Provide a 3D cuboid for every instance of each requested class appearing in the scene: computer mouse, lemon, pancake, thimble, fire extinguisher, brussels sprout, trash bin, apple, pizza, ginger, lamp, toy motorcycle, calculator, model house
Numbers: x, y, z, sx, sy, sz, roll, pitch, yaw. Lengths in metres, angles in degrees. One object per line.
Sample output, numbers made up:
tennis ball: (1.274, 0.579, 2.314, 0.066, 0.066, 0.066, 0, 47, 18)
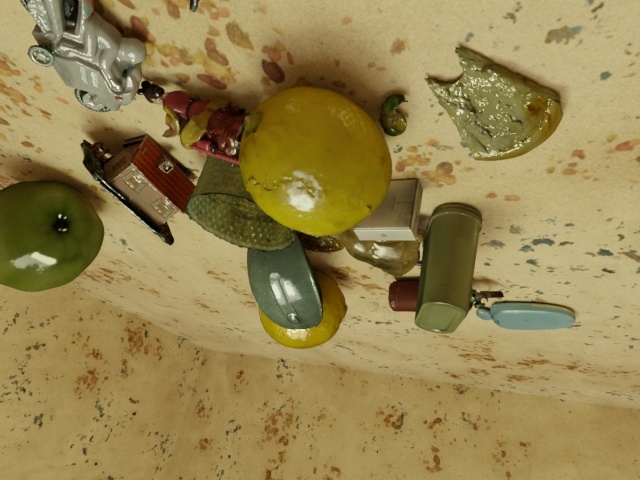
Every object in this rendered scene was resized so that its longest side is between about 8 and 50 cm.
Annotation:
computer mouse: (-0.108, 0.121, 1.333, 0.203, 0.114, 0.374, -13, 108, 15)
lemon: (-0.006, -0.135, 0.810, 0.260, 0.261, 0.284, 0, 146, 27)
pancake: (0.000, 0.000, 1.349, 0.158, 0.028, 0.158, 11, 154, 5)
thimble: (-0.172, -0.098, 1.087, 0.270, 0.150, 0.271, 11, 155, 5)
fire extinguisher: (0.395, 0.174, 1.439, 0.336, 0.107, 0.147, -4, 175, 34)
lemon: (-0.065, 0.232, 1.573, 0.296, 0.297, 0.297, 11, 155, 5)
brussels sprout: (0.128, -0.224, 0.803, 0.050, 0.046, 0.083, 11, 145, 15)
trash bin: (0.300, 0.075, 1.094, 0.121, 0.248, 0.243, 11, 156, 9)
apple: (-0.854, -0.019, 1.386, 0.356, 0.358, 0.357, 11, 155, 5)
pizza: (0.282, -0.216, 0.743, 0.262, 0.034, 0.181, 32, 150, -33)
ginger: (0.130, -0.005, 1.157, 0.269, 0.123, 0.219, 20, 154, -12)
lamp: (-0.241, -0.228, 0.889, 0.253, 0.119, 0.118, 20, 157, 13)
toy motorcycle: (-0.387, -0.328, 0.789, 0.170, 0.110, 0.260, -3, 147, -1)
calculator: (0.676, 0.254, 1.515, 0.302, 0.042, 0.188, -7, 149, 32)
model house: (-0.434, -0.160, 1.151, 0.294, 0.154, 0.207, 53, 178, -42)

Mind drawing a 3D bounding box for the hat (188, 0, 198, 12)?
hat: (-0.133, -0.368, 0.584, 0.227, 0.128, 0.140, 10, 119, 50)

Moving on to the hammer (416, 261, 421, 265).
hammer: (0.313, 0.074, 1.358, 0.178, 0.021, 0.065, 8, 155, 7)

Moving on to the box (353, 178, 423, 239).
box: (0.150, -0.068, 1.006, 0.129, 0.130, 0.051, 0, 150, 27)
